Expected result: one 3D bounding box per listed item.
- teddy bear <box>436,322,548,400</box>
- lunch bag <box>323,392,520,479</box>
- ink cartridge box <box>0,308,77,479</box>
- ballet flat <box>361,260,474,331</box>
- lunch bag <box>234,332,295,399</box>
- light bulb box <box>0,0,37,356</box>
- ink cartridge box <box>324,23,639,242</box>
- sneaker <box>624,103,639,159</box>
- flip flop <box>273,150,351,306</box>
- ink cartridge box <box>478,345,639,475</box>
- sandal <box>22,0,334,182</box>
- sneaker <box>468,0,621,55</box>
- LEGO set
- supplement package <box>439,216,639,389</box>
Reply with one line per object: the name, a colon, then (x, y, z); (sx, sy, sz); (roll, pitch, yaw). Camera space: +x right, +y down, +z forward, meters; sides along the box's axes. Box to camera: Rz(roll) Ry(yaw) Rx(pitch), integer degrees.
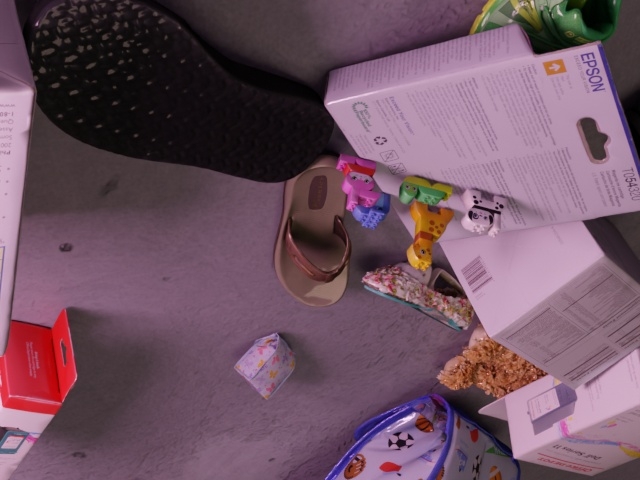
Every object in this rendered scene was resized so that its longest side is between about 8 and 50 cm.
teddy bear: (0.366, 0.215, 1.774); (0.338, 0.113, 0.245); (20, 125, -38)
lunch bag: (0.172, 0.485, 1.869); (0.385, 0.239, 0.328); (-52, 135, -2)
ink cartridge box: (-0.416, 0.204, 1.388); (0.078, 0.134, 0.231); (16, 125, -36)
ballet flat: (0.154, 0.071, 1.562); (0.241, 0.091, 0.077); (26, 90, -46)
lunch bag: (-0.081, 0.189, 1.586); (0.083, 0.053, 0.071); (-47, 139, -11)
light bulb box: (-0.481, -0.071, 0.997); (0.357, 0.225, 0.361); (-2, 135, -24)
ink cartridge box: (0.218, -0.125, 1.286); (0.330, 0.072, 0.324); (-10, 143, 23)
sneaker: (0.516, -0.117, 1.500); (0.146, 0.105, 0.296); (-26, 133, 6)
flip flop: (0.000, 0.000, 1.400); (0.112, 0.080, 0.277); (-10, 137, -15)
ink cartridge box: (0.453, 0.292, 1.708); (0.207, 0.119, 0.353); (19, 142, -32)
sandal: (-0.161, -0.168, 1.145); (0.167, 0.107, 0.445); (-47, 147, 16)
sneaker: (0.270, -0.260, 1.211); (0.109, 0.124, 0.296); (7, 134, -30)
LEGO set: (0.118, -0.022, 1.316); (0.227, 0.093, 0.087); (14, 147, -10)
supplement package: (0.352, 0.057, 1.529); (0.198, 0.199, 0.262); (-40, 136, 19)
